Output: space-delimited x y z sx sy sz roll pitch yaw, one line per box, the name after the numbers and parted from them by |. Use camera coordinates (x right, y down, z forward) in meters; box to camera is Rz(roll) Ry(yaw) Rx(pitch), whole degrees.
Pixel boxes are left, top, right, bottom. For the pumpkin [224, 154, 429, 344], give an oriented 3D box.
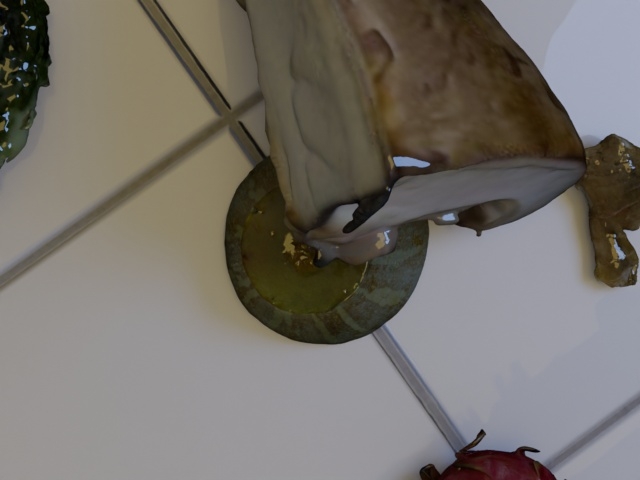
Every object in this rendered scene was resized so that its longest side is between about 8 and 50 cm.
0.007 0.006 1.725 0.217 0.110 0.217 0 96 -2 | pumpkin

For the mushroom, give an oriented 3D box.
0.069 -0.201 1.647 0.313 0.224 0.397 -12 72 -31 | mushroom

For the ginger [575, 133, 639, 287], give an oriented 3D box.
0.321 -0.035 1.782 0.096 0.067 0.165 -13 108 -6 | ginger

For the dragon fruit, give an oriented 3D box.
0.173 0.275 1.751 0.166 0.133 0.136 -2 51 -9 | dragon fruit

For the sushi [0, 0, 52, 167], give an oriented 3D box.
-0.418 -0.154 1.621 0.294 0.178 0.352 30 86 -11 | sushi
